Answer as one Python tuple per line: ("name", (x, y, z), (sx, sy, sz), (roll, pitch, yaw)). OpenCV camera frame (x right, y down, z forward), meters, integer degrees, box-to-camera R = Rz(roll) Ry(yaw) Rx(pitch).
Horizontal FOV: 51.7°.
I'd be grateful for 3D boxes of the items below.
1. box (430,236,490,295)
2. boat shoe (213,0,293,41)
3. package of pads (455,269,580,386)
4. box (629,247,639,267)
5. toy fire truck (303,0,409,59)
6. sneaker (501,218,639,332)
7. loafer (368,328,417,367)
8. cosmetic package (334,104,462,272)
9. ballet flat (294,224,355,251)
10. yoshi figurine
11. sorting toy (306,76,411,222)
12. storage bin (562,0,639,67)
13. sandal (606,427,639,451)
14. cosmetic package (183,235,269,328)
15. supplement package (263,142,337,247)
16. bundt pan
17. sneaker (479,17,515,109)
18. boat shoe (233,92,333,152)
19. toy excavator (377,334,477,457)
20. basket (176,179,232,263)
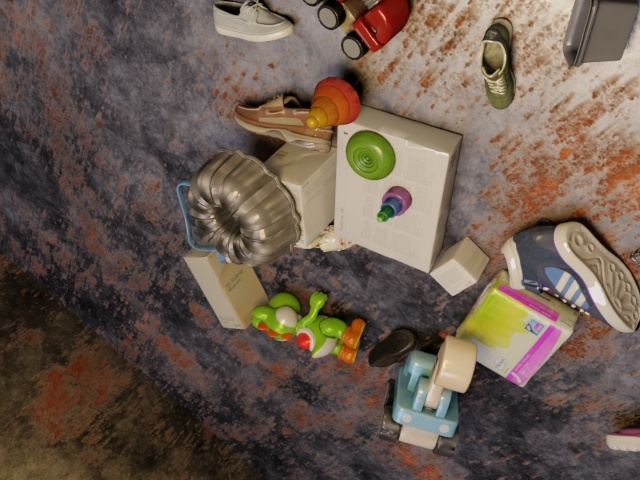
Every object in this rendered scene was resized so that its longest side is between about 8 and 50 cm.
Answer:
("box", (0.356, 0.066, 1.686), (0.087, 0.101, 0.102), (44, 140, -4))
("boat shoe", (-0.168, -0.528, 1.565), (0.228, 0.079, 0.081), (17, 139, 30))
("package of pads", (0.497, 0.234, 1.730), (0.229, 0.101, 0.296), (30, 139, 12))
("box", (0.731, 0.046, 1.440), (0.083, 0.018, 0.067), (41, 140, -1))
("toy fire truck", (0.114, -0.521, 1.324), (0.217, 0.158, 0.246), (50, 149, -11))
("sneaker", (0.568, 0.094, 1.545), (0.323, 0.130, 0.236), (47, 150, -15))
("loafer", (0.237, 0.340, 2.063), (0.079, 0.080, 0.220), (18, 146, -25))
("cosmetic package", (0.180, -0.126, 1.650), (0.285, 0.097, 0.377), (21, 136, 20))
("ballet flat", (0.000, 0.000, 1.921), (0.241, 0.077, 0.091), (2, 126, 36))
("yoshi figurine", (-0.038, 0.261, 2.159), (0.363, 0.203, 0.203), (16, 177, 7))
("sorting toy", (0.076, -0.189, 1.510), (0.127, 0.126, 0.365), (-19, 110, 46))
("storage bin", (0.500, -0.384, 1.181), (0.091, 0.098, 0.135), (2, 132, 1))
("sandal", (0.889, 0.459, 1.625), (0.416, 0.170, 0.102), (-25, 68, 48))
("cosmetic package", (-0.311, 0.132, 2.221), (0.113, 0.160, 0.309), (0, 127, 37))
("supplement package", (-0.055, -0.131, 1.751), (0.149, 0.194, 0.203), (20, 135, 25))
("bundt pan", (-0.216, -0.067, 1.700), (0.331, 0.124, 0.330), (28, 140, 26))
("sneaker", (0.349, -0.340, 1.330), (0.064, 0.086, 0.192), (12, 133, 29))
("boat shoe", (-0.090, -0.315, 1.692), (0.325, 0.123, 0.116), (22, 104, 33))
("toy excavator", (0.316, 0.398, 1.848), (0.223, 0.433, 0.444), (14, 110, 5))
("basket", (-0.281, -0.061, 1.985), (0.289, 0.201, 0.254), (10, 133, 18))
